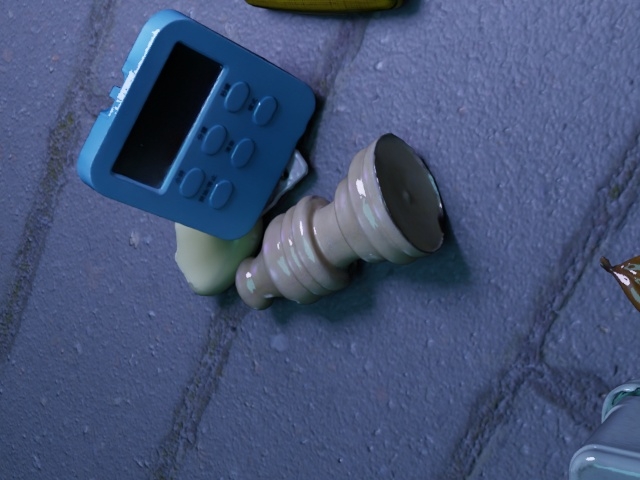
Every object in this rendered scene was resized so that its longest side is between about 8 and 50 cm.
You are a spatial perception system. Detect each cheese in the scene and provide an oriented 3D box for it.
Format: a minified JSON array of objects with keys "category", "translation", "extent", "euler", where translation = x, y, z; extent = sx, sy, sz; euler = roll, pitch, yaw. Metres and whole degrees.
[{"category":"cheese","translation":[-0.107,-0.036,1.396],"extent":[0.255,0.050,0.127],"euler":[-42,71,31]}]

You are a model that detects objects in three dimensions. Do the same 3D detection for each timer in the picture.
[{"category":"timer","translation":[-0.147,-0.132,1.257],"extent":[0.091,0.250,0.232],"euler":[35,101,37]}]

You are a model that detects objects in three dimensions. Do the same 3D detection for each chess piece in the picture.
[{"category":"chess piece","translation":[0.000,0.000,1.297],"extent":[0.307,0.124,0.139],"euler":[-28,113,39]}]

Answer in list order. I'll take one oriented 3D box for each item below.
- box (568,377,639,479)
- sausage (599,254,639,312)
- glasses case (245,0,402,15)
[{"category":"box","translation":[0.394,0.258,1.009],"extent":[0.311,0.182,0.175],"euler":[8,102,35]},{"category":"sausage","translation":[0.429,0.068,1.001],"extent":[0.328,0.112,0.112],"euler":[15,106,34]},{"category":"glasses case","translation":[-0.001,-0.315,1.265],"extent":[0.234,0.064,0.079],"euler":[10,96,35]}]
